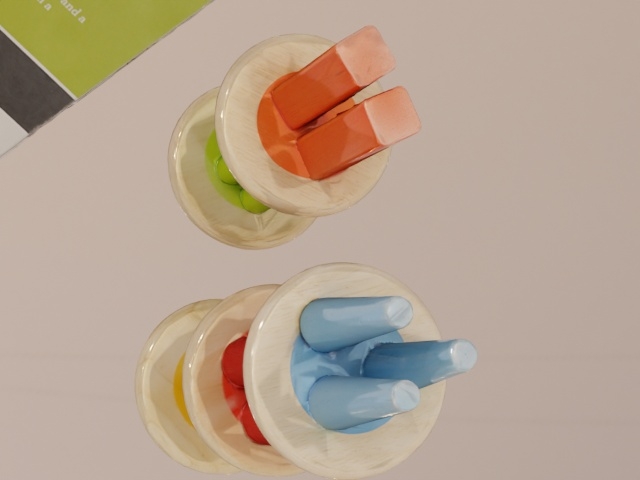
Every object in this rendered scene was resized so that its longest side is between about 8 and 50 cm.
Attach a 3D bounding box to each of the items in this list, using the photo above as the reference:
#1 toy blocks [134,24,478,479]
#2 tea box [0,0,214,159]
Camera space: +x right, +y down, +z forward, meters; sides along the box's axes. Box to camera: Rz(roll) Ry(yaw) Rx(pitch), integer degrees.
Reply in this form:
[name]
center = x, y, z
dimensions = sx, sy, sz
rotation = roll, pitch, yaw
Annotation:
[toy blocks]
center = 0.000, 0.000, 0.399
dimensions = 0.054, 0.123, 0.148
rotation = 11, -12, -20
[tea box]
center = -0.159, -0.256, 0.880
dimensions = 0.323, 0.329, 0.220
rotation = -32, -59, 20
